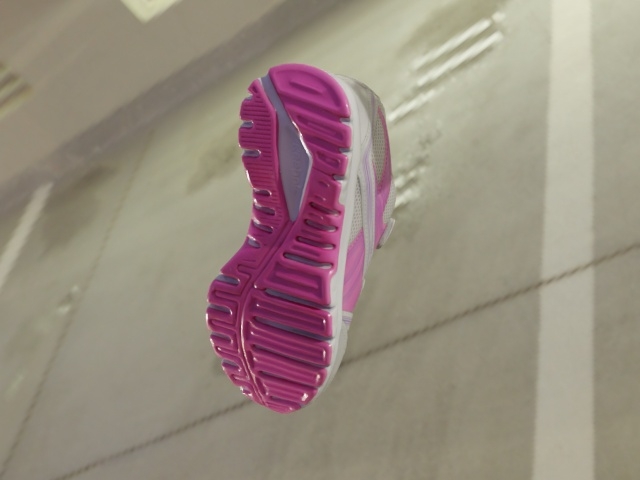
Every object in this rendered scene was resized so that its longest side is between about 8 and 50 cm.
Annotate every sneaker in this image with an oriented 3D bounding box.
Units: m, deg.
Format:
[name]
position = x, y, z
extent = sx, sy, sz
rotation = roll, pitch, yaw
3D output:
[sneaker]
position = 0.000, 0.000, 0.830
extent = 0.103, 0.252, 0.111
rotation = 24, 25, 24
